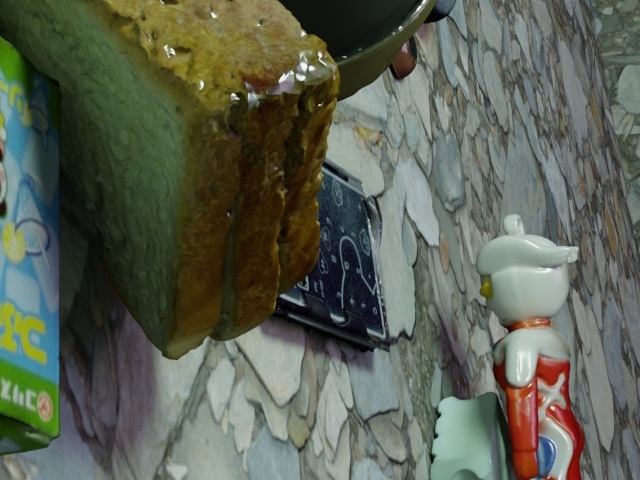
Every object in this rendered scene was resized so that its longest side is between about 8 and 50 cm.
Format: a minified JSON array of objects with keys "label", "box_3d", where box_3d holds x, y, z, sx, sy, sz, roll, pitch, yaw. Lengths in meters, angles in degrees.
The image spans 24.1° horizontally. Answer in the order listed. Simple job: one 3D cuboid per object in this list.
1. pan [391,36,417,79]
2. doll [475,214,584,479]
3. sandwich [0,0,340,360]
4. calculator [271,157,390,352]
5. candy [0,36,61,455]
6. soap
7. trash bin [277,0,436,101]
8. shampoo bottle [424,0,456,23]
[{"label":"pan","box_3d":[0.080,-0.209,1.584,0.115,0.023,0.068,10,71,-70]},{"label":"doll","box_3d":[0.219,0.164,1.491,0.188,0.099,0.383,7,78,-72]},{"label":"sandwich","box_3d":[-0.108,-0.092,0.830,0.288,0.100,0.254,52,-23,22]},{"label":"calculator","box_3d":[0.001,0.000,1.242,0.274,0.028,0.165,27,54,-66]},{"label":"candy","box_3d":[-0.171,-0.002,0.712,0.097,0.062,0.194,43,40,-61]},{"label":"soap","box_3d":[0.174,0.266,1.530,0.119,0.067,0.198,-76,149,-54]},{"label":"trash bin","box_3d":[-0.027,-0.222,0.961,0.334,0.214,0.214,74,14,-58]},{"label":"shampoo bottle","box_3d":[0.095,-0.357,1.666,0.087,0.049,0.233,-68,143,-47]}]
